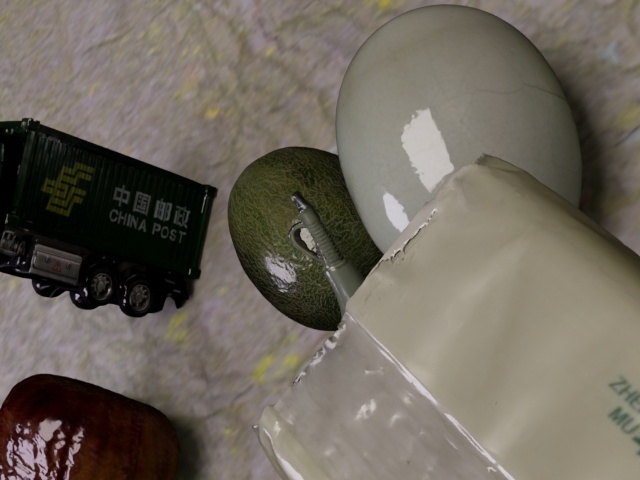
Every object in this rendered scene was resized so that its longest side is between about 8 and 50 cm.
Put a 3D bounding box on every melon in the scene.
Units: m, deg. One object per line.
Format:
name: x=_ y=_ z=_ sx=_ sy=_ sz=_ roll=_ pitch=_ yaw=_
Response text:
melon: x=0.000 y=0.000 z=1.126 sx=0.114 sy=0.114 sz=0.167 roll=-57 pitch=46 yaw=14

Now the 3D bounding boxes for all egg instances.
egg: x=0.090 y=-0.052 z=1.033 sx=0.151 sy=0.151 sz=0.209 roll=-33 pitch=64 yaw=32

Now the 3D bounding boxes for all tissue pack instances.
tissue pack: x=0.187 y=0.173 z=0.745 sx=0.207 sy=0.297 sz=0.380 roll=-49 pitch=49 yaw=3

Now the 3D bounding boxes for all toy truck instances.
toy truck: x=-0.208 y=-0.018 z=1.230 sx=0.088 sy=0.259 sz=0.121 roll=4 pitch=80 yaw=45

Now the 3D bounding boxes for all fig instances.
fig: x=-0.192 y=0.205 z=1.242 sx=0.146 sy=0.133 sz=0.201 roll=25 pitch=103 yaw=55

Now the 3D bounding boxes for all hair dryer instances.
hair dryer: x=0.064 y=0.064 z=1.033 sx=0.167 sy=0.067 sz=0.199 roll=7 pitch=121 yaw=26
